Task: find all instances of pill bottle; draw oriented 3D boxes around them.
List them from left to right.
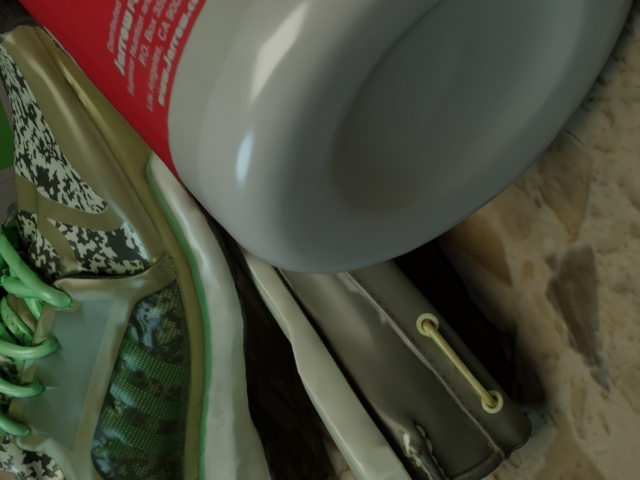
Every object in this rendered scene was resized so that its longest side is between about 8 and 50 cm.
[{"bbox_3d":[-0.062,-0.193,0.902,0.407,0.229,0.229,47,134,28],"label":"pill bottle"}]

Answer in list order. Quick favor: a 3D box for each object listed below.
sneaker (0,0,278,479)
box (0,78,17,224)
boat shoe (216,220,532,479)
[{"bbox_3d":[-0.140,0.067,1.037,0.158,0.182,0.410,44,151,53],"label":"sneaker"},{"bbox_3d":[-0.238,-0.012,1.258,0.231,0.127,0.262,-26,82,52],"label":"box"},{"bbox_3d":[0.000,0.001,1.008,0.305,0.091,0.109,60,176,19],"label":"boat shoe"}]
